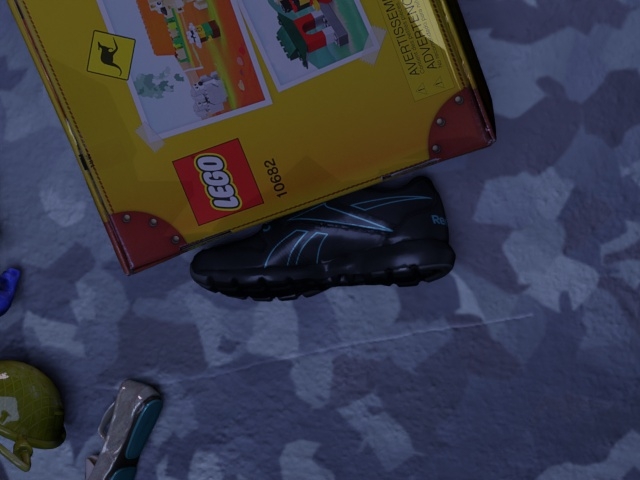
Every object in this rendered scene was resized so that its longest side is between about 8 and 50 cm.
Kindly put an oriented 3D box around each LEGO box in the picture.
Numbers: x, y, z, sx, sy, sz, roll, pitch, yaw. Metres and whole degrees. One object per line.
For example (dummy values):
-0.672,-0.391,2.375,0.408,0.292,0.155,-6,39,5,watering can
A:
-0.093,-0.271,1.671,0.372,0.193,0.500,-19,105,10,LEGO box

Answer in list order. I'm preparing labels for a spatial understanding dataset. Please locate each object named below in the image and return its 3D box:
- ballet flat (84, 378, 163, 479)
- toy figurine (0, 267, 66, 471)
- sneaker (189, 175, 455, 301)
-0.215,0.223,1.876,0.052,0.057,0.168,28,97,27,ballet flat
-0.381,0.044,1.789,0.362,0.191,0.217,28,95,-2,toy figurine
0.000,0.000,1.812,0.267,0.101,0.106,-6,77,5,sneaker
